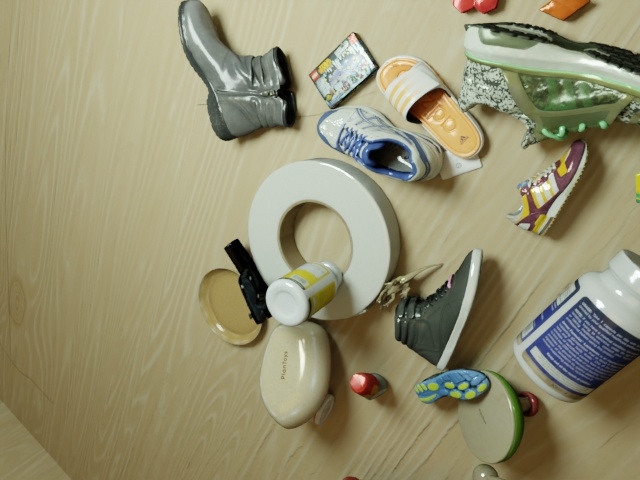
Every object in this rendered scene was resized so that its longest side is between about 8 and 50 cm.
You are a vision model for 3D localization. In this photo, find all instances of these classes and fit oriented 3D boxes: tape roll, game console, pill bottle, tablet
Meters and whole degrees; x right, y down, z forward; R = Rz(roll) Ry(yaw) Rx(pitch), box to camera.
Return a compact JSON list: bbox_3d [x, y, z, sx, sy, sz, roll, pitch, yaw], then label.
[{"bbox_3d":[0.000,0.000,1.110,0.392,0.072,0.392,9,109,27],"label":"tape roll"},{"bbox_3d":[-0.166,0.101,1.103,0.044,0.361,0.213,-32,96,-4],"label":"game console"},{"bbox_3d":[-0.050,0.424,1.258,0.160,0.087,0.087,22,115,24],"label":"pill bottle"},{"bbox_3d":[0.277,-0.160,0.936,0.083,0.006,0.054,-17,96,34],"label":"tablet"},{"bbox_3d":[0.485,0.150,0.817,0.153,0.153,0.264,41,121,14],"label":"pill bottle"},{"bbox_3d":[-0.027,0.105,1.004,0.103,0.184,0.103,9,109,28],"label":"pill bottle"}]

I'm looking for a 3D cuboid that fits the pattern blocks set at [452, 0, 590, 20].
[{"bbox_3d":[0.391,-0.511,0.749,0.325,0.026,0.285,13,111,27],"label":"pattern blocks set"}]

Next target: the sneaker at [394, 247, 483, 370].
[{"bbox_3d":[0.240,0.133,0.985,0.147,0.104,0.295,22,119,18],"label":"sneaker"}]

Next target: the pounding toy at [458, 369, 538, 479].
[{"bbox_3d":[0.389,0.393,0.967,0.183,0.110,0.236,128,145,-60],"label":"pounding toy"}]

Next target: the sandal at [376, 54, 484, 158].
[{"bbox_3d":[0.209,-0.264,0.899,0.265,0.076,0.102,47,121,13],"label":"sandal"}]

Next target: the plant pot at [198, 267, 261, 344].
[{"bbox_3d":[-0.256,0.187,1.343,0.236,0.032,0.236,9,108,28],"label":"plant pot"}]

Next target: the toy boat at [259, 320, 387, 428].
[{"bbox_3d":[0.001,0.343,1.162,0.318,0.148,0.267,3,71,26],"label":"toy boat"}]

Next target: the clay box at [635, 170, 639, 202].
[{"bbox_3d":[0.593,-0.092,0.656,0.222,0.127,0.053,9,119,48],"label":"clay box"}]

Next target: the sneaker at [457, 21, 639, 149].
[{"bbox_3d":[0.412,-0.230,0.775,0.410,0.158,0.182,31,133,24],"label":"sneaker"}]

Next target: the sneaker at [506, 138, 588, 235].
[{"bbox_3d":[0.407,-0.102,0.838,0.084,0.069,0.185,26,115,16],"label":"sneaker"}]

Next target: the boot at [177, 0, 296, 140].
[{"bbox_3d":[-0.180,-0.414,1.082,0.223,0.118,0.338,-9,111,29],"label":"boot"}]

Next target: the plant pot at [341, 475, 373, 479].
[{"bbox_3d":[0.197,0.704,1.106,0.265,0.272,0.272,-19,94,26],"label":"plant pot"}]

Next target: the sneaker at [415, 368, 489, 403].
[{"bbox_3d":[0.288,0.310,1.018,0.188,0.078,0.067,-37,80,50],"label":"sneaker"}]

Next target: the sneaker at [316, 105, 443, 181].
[{"bbox_3d":[0.102,-0.204,0.952,0.296,0.131,0.112,25,118,26],"label":"sneaker"}]

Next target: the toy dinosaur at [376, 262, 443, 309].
[{"bbox_3d":[0.177,0.095,1.021,0.053,0.092,0.183,49,119,3],"label":"toy dinosaur"}]

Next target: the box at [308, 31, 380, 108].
[{"bbox_3d":[0.049,-0.362,0.998,0.137,0.027,0.094,-35,85,34],"label":"box"}]
